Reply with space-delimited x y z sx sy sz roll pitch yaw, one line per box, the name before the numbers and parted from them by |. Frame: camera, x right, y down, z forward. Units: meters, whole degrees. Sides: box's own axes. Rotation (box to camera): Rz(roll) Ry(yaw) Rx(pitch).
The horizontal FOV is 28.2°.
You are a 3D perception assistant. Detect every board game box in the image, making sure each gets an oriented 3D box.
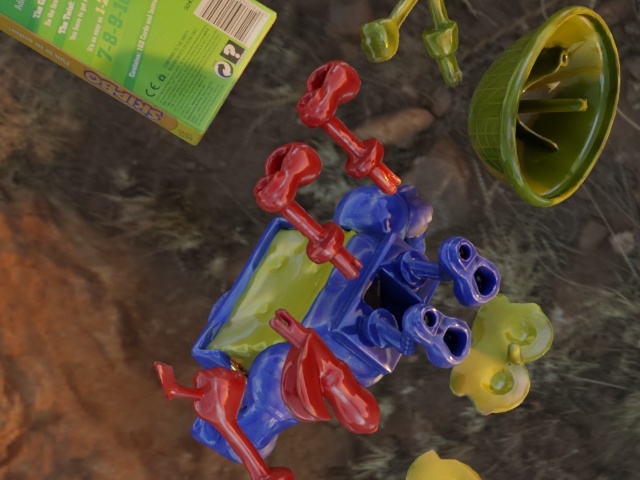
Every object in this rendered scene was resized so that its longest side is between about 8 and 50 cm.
board game box | -0.174 -0.189 0.962 0.259 0.039 0.124 32 66 -7

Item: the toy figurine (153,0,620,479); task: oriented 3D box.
toy figurine | 0.000 0.000 0.724 0.217 0.191 0.362 -11 43 52
